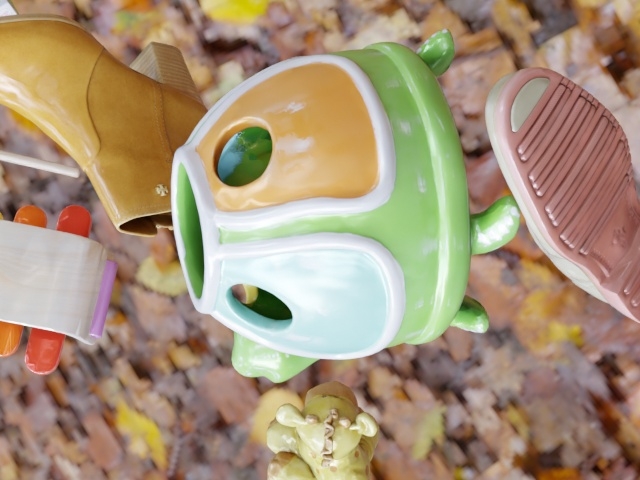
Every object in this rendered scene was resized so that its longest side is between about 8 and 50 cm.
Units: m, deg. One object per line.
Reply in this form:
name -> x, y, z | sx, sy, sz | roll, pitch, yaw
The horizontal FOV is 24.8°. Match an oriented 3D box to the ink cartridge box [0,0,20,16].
ink cartridge box -> -0.533, -0.348, 2.311 | 0.061, 0.104, 0.181 | 56, 177, -40

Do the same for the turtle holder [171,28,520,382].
turtle holder -> -0.003, -0.019, 1.176 | 0.320, 0.227, 0.243 | 147, 111, -73

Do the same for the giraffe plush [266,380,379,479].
giraffe plush -> 0.009, 0.271, 2.012 | 0.210, 0.181, 0.170 | -117, 15, -45

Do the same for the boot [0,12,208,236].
boot -> -0.228, -0.106, 1.432 | 0.104, 0.295, 0.211 | -46, 53, 45

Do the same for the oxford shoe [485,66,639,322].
oxford shoe -> 0.252, -0.046, 1.543 | 0.146, 0.140, 0.397 | 25, 162, 45

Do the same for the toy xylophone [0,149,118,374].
toy xylophone -> -0.391, 0.007, 1.695 | 0.323, 0.236, 0.081 | 19, 168, -1
